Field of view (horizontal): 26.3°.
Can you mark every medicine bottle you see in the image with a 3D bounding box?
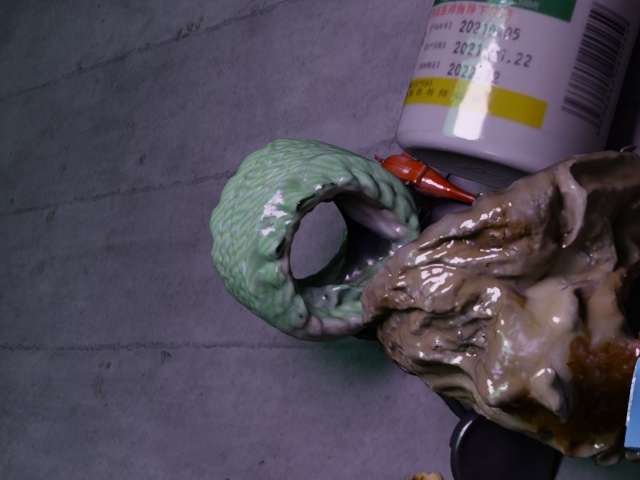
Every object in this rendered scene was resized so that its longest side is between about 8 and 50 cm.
[{"bbox_3d":[0.218,-0.227,1.383,0.208,0.208,0.339,11,83,54],"label":"medicine bottle"}]

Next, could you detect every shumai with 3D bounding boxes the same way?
[{"bbox_3d":[0.201,0.096,1.258,0.314,0.267,0.262,-30,73,31],"label":"shumai"}]

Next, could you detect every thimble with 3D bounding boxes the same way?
[{"bbox_3d":[0.000,0.000,1.486,0.150,0.219,0.219,28,97,55],"label":"thimble"}]

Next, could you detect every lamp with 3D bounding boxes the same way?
[{"bbox_3d":[0.126,0.129,1.446,0.371,0.130,0.108,-118,38,-56],"label":"lamp"}]

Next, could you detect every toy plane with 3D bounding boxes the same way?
[{"bbox_3d":[0.131,-0.051,1.530,0.126,0.077,0.194,-47,40,9],"label":"toy plane"}]

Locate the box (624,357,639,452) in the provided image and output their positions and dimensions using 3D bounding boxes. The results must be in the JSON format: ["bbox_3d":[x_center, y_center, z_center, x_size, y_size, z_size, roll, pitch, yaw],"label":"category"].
[{"bbox_3d":[0.373,0.146,1.063,0.232,0.143,0.083,-3,72,53],"label":"box"}]

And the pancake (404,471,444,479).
[{"bbox_3d":[0.084,0.388,1.353,0.244,0.057,0.266,122,154,-49],"label":"pancake"}]
